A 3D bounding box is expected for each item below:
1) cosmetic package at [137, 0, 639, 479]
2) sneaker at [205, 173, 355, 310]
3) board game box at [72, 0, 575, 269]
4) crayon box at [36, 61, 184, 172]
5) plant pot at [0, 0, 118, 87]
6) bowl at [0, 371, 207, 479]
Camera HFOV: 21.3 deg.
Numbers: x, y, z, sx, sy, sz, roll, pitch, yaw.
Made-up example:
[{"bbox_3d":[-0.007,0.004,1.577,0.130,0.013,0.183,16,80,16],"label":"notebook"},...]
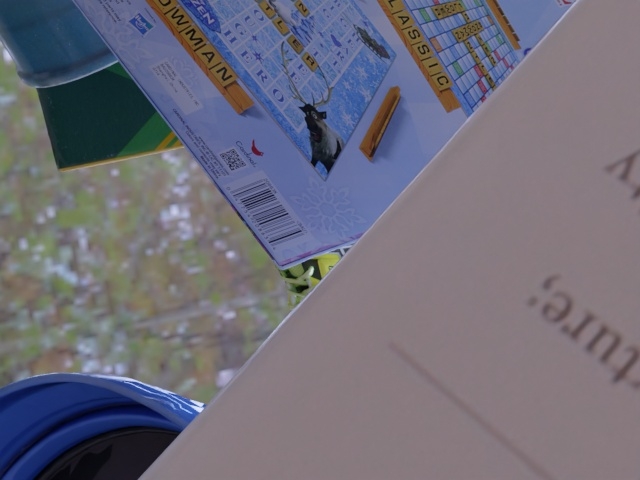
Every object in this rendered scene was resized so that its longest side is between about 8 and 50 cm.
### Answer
[{"bbox_3d":[0.141,0.173,0.418,0.393,0.327,0.329,-47,-122,-3],"label":"cosmetic package"},{"bbox_3d":[0.000,0.000,1.955,0.145,0.385,0.147,-7,-127,49],"label":"sneaker"},{"bbox_3d":[0.011,-0.158,0.888,0.318,0.066,0.318,-19,-64,40],"label":"board game box"},{"bbox_3d":[-0.037,-0.134,1.347,0.323,0.203,0.083,-7,-80,36],"label":"crayon box"},{"bbox_3d":[-0.183,-0.297,1.268,0.272,0.271,0.255,-2,-51,50],"label":"plant pot"},{"bbox_3d":[-0.114,0.268,0.948,0.391,0.077,0.391,-2,-94,39],"label":"bowl"}]
